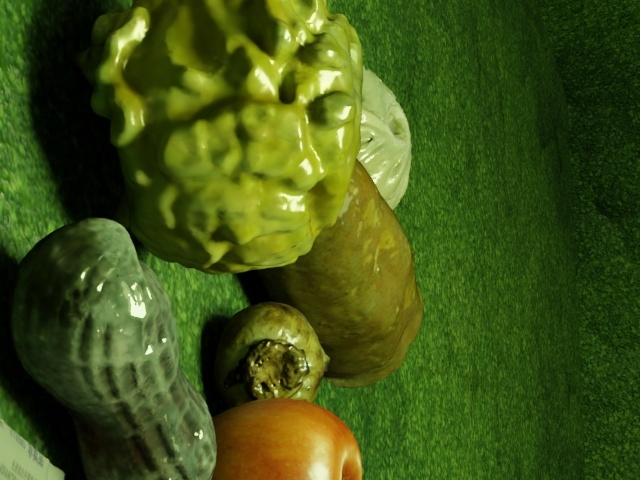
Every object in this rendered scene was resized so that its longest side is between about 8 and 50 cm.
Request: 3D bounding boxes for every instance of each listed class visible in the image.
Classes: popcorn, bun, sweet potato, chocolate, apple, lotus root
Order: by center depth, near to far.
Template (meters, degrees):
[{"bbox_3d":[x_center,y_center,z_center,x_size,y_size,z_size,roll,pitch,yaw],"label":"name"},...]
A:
[{"bbox_3d":[-0.136,0.094,1.036,0.110,0.110,0.248,-75,152,-52],"label":"chocolate"},{"bbox_3d":[-0.078,-0.096,1.153,0.249,0.225,0.249,-179,-90,-80],"label":"popcorn"},{"bbox_3d":[-0.037,0.204,1.240,0.163,0.139,0.163,-10,90,-75],"label":"apple"},{"bbox_3d":[-0.039,0.108,1.375,0.190,0.094,0.108,-1,99,-83],"label":"lotus root"},{"bbox_3d":[0.000,0.000,1.448,0.370,0.157,0.158,62,25,-52],"label":"sweet potato"},{"bbox_3d":[0.028,-0.112,1.628,0.178,0.127,0.193,-52,129,-66],"label":"bun"}]

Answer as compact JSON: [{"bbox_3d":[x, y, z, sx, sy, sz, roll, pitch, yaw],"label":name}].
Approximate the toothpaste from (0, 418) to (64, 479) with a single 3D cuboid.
[{"bbox_3d":[-0.200,0.145,0.887,0.099,0.068,0.282,-61,157,-18],"label":"toothpaste"}]
